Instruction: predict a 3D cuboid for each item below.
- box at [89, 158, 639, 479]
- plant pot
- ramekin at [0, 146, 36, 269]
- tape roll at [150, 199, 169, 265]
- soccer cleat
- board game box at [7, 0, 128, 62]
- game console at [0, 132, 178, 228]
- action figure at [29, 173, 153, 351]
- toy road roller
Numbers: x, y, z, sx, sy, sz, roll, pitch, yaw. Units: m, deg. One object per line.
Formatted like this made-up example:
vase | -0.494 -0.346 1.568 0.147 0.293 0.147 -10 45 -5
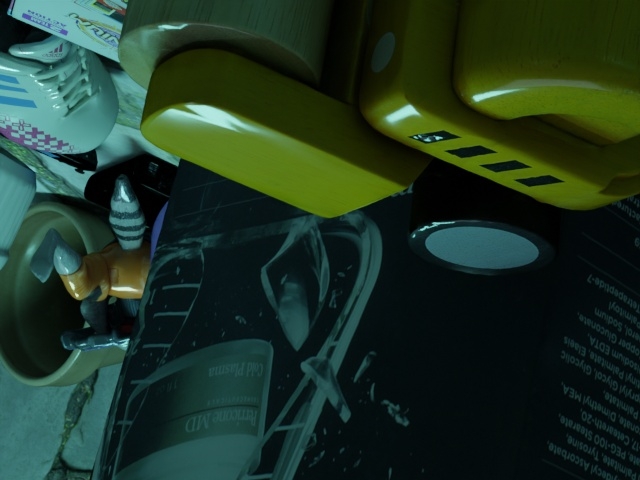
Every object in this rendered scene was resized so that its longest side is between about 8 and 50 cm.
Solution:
box | 0.077 0.157 1.291 0.480 0.472 0.297 -11 149 45
plant pot | -0.322 0.081 2.337 0.263 0.263 0.229 7 -179 44
ramekin | -0.460 -0.086 1.897 0.273 0.127 0.273 33 178 1
tape roll | -0.042 0.034 1.689 0.274 0.090 0.275 -2 142 -1
soccer cleat | -0.259 -0.160 1.441 0.143 0.116 0.331 12 165 32
board game box | -0.100 -0.190 1.196 0.242 0.064 0.316 22 167 -12
game console | -0.296 -0.095 1.929 0.361 0.044 0.213 25 166 -20
action figure | -0.172 0.026 1.951 0.341 0.178 0.330 -11 173 0
toy road roller | 0.075 -0.131 0.912 0.329 0.202 0.240 21 156 -27
